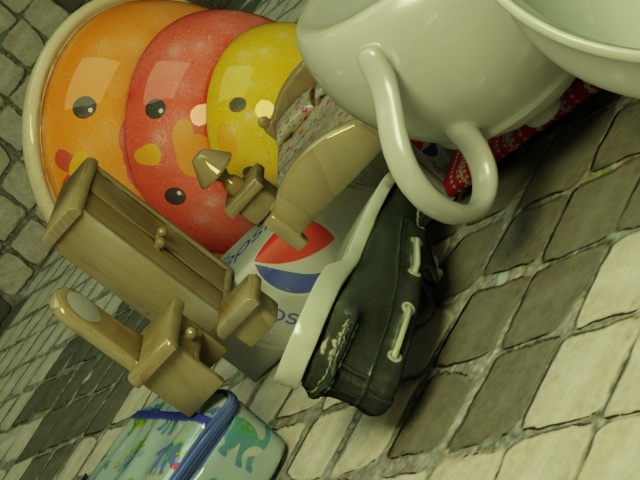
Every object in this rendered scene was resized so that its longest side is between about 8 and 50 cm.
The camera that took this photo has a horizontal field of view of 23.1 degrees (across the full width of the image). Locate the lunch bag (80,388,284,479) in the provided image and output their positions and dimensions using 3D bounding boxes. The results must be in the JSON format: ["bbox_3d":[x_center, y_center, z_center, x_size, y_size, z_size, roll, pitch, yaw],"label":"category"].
[{"bbox_3d":[-0.129,0.209,1.344,0.176,0.090,0.219,-53,16,-18],"label":"lunch bag"}]

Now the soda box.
[{"bbox_3d":[0.000,0.000,1.457,0.286,0.091,0.098,-43,17,26],"label":"soda box"}]

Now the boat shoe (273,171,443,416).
[{"bbox_3d":[0.046,0.042,1.233,0.114,0.091,0.302,-66,-4,34],"label":"boat shoe"}]

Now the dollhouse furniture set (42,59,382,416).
[{"bbox_3d":[-0.057,-0.084,1.318,0.355,0.174,0.303,-46,18,19],"label":"dollhouse furniture set"}]

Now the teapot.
[{"bbox_3d":[0.117,-0.157,1.201,0.256,0.187,0.252,-42,19,-1],"label":"teapot"}]

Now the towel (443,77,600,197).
[{"bbox_3d":[0.219,-0.161,1.328,0.275,0.031,0.199,-38,19,41],"label":"towel"}]

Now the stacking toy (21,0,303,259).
[{"bbox_3d":[-0.055,-0.128,1.637,0.480,0.350,0.351,-7,43,47],"label":"stacking toy"}]

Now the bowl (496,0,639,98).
[{"bbox_3d":[0.241,-0.194,1.025,0.298,0.298,0.134,-57,-27,-24],"label":"bowl"}]
